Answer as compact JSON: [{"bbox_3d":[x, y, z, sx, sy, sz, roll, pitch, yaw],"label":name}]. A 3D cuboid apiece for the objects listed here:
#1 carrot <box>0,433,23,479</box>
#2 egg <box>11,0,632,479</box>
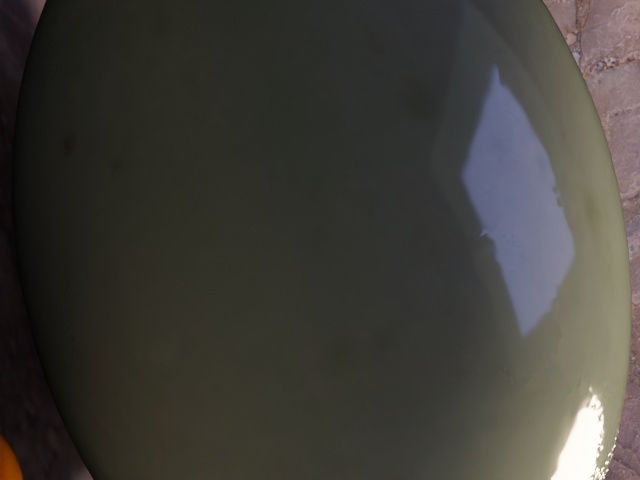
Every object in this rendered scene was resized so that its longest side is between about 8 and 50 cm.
[{"bbox_3d":[-0.163,0.013,0.321,0.061,0.061,0.257,-77,146,-62],"label":"carrot"},{"bbox_3d":[0.000,0.000,0.506,0.276,0.276,0.389,23,55,-72],"label":"egg"}]
